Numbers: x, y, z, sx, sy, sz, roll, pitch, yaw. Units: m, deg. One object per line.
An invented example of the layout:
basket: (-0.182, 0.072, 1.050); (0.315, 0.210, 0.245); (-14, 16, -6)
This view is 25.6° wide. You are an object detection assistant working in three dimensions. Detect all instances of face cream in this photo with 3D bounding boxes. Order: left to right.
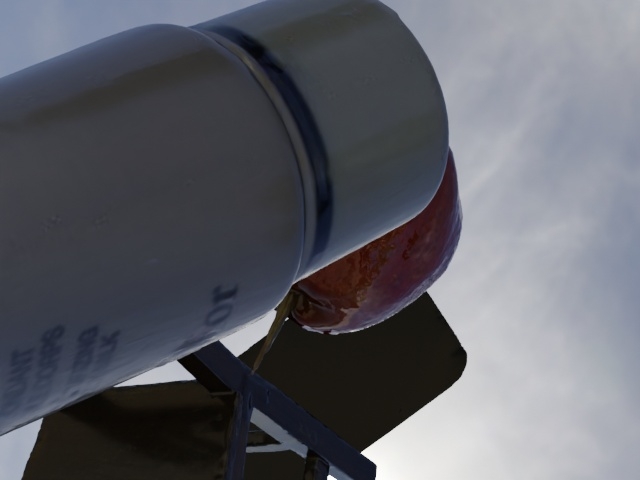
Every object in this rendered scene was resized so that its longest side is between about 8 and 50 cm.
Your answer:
face cream: (-0.099, 0.012, 0.353); (0.089, 0.314, 0.143); (51, -37, 18)

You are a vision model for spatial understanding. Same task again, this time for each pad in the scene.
pad: (-0.004, 0.134, 1.293); (0.004, 0.267, 0.181); (49, 7, -46)

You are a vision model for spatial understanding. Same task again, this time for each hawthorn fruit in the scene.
hawthorn fruit: (0.009, -0.014, 0.687); (0.125, 0.140, 0.125); (7, -57, 11)

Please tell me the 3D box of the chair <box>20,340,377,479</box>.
chair: (-0.145, 0.188, 0.982); (0.203, 0.416, 0.240); (-7, -124, 31)
